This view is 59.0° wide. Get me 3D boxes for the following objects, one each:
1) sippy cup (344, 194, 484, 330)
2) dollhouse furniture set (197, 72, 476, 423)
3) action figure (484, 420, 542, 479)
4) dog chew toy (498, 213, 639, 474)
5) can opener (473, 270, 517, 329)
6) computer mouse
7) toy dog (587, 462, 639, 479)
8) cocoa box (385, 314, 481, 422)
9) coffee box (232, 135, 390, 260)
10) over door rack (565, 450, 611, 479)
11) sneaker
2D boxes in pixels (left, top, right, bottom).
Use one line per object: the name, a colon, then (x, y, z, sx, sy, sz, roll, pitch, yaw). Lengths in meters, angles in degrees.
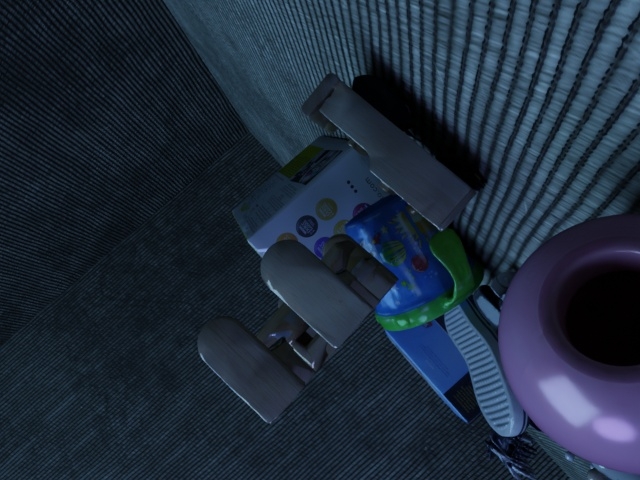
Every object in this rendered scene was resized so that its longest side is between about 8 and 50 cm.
sippy cup: (0.170, 0.024, 1.130, 0.224, 0.305, 0.240, 59, -142, -8)
dollhouse furniture set: (0.000, 0.000, 0.852, 0.256, 0.394, 0.362, 42, -170, 9)
action figure: (0.428, 0.417, 1.199, 0.141, 0.164, 0.276, 32, 174, 20)
dog chew toy: (0.293, 0.115, 0.521, 0.206, 0.206, 0.332, 47, -175, 41)
can opener: (0.373, 0.166, 0.921, 0.280, 0.074, 0.093, 51, 142, 23)
computer mouse: (0.142, -0.158, 0.798, 0.242, 0.041, 0.071, 42, -171, 6)
toy dog: (0.565, 0.498, 0.934, 0.333, 0.161, 0.220, 44, 176, 36)
cocoa box: (0.385, 0.327, 1.675, 0.347, 0.228, 0.231, 48, 177, 16)
coffee box: (0.018, -0.026, 1.436, 0.338, 0.334, 0.338, 50, 177, -20)
over door rack: (0.616, 0.472, 1.284, 0.239, 0.108, 0.324, 48, 177, 4)
sneaker: (0.329, 0.205, 1.016, 0.321, 0.127, 0.126, -100, 14, -56)
